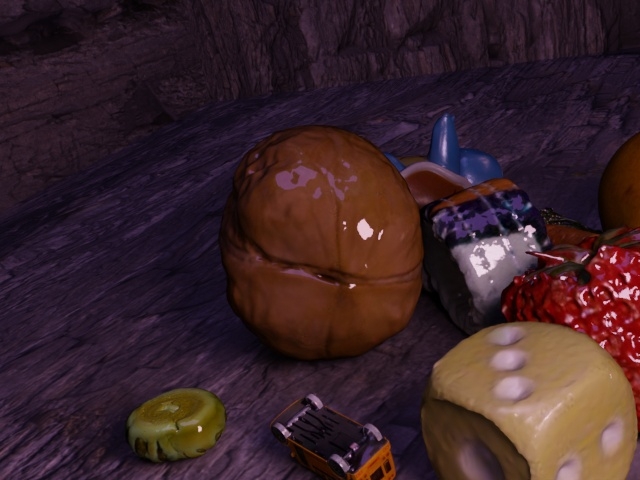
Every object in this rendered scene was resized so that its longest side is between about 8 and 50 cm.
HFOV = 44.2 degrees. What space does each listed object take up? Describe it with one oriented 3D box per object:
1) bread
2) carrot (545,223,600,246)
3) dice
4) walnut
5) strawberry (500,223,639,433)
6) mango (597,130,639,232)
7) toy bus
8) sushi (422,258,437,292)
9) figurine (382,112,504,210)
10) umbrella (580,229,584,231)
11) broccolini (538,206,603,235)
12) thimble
[{"bbox_3d":[-0.198,0.257,1.088,0.139,0.071,0.130,-18,25,-15],"label":"bread"},{"bbox_3d":[0.353,0.001,1.222,0.061,0.061,0.210,-21,18,-17],"label":"carrot"},{"bbox_3d":[0.220,0.197,0.840,0.169,0.169,0.166,-27,26,-30],"label":"dice"},{"bbox_3d":[0.000,0.000,1.231,0.308,0.353,0.398,12,19,-18],"label":"walnut"},{"bbox_3d":[0.371,0.104,0.955,0.261,0.257,0.261,-25,1,1],"label":"strawberry"},{"bbox_3d":[0.545,-0.040,1.172,0.264,0.221,0.378,0,37,29],"label":"mango"},{"bbox_3d":[0.013,0.252,0.966,0.070,0.074,0.162,-36,32,-29],"label":"toy bus"},{"bbox_3d":[0.236,0.006,1.364,0.225,0.124,0.127,-23,18,-14],"label":"sushi"},{"bbox_3d":[0.170,-0.092,1.531,0.243,0.297,0.416,41,53,23],"label":"figurine"},{"bbox_3d":[0.413,0.040,1.251,0.071,0.070,0.248,-2,23,28],"label":"umbrella"},{"bbox_3d":[0.469,-0.021,1.404,0.052,0.054,0.194,-6,15,-36],"label":"broccolini"},{"bbox_3d":[0.250,0.033,1.177,0.150,0.237,0.237,-21,22,-6],"label":"thimble"}]
